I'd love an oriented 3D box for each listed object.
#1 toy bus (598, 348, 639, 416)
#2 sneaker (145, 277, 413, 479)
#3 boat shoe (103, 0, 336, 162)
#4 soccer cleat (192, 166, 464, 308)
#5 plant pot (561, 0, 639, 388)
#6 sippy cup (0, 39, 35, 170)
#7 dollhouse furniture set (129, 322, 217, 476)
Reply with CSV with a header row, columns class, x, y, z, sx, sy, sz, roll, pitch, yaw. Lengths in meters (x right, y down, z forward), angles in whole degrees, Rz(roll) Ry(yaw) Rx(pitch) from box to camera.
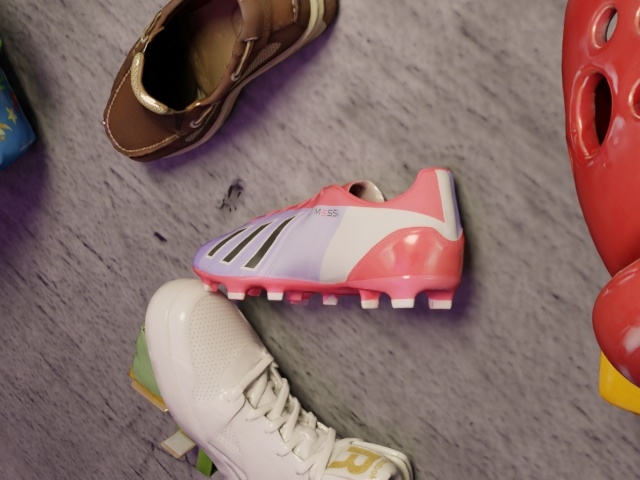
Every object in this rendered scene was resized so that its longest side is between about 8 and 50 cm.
class,x,y,z,sx,sy,sz,roll,pitch,yaw
toy bus,0.307,0.103,0.463,0.332,0.108,0.130,13,123,35
sneaker,-0.014,0.152,0.782,0.169,0.108,0.293,-5,119,41
boat shoe,-0.103,-0.125,0.699,0.257,0.095,0.095,-34,89,46
soccer cleat,0.000,0.000,0.707,0.248,0.083,0.095,0,84,46
plant pot,0.196,-0.027,0.387,0.191,0.191,0.174,-25,52,46
sippy cup,-0.383,-0.134,0.865,0.224,0.240,0.305,57,176,-15
dollhouse furniture set,-0.139,0.153,0.915,0.151,0.058,0.076,33,131,23
